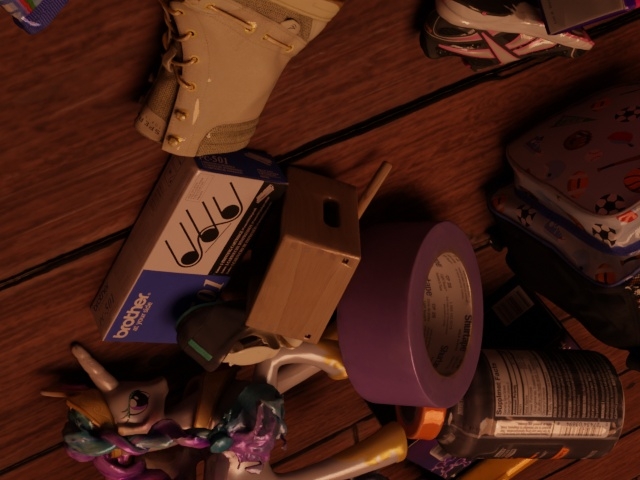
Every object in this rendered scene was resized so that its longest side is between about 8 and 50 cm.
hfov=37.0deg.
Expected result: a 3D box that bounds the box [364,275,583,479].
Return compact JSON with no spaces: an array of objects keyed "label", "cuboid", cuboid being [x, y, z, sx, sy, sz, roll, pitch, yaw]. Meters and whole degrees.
[{"label":"box","cuboid":[0.217,0.191,1.279,0.261,0.103,0.184,-40,145,9]}]

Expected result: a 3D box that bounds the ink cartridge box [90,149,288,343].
[{"label":"ink cartridge box","cuboid":[-0.121,0.007,0.866,0.097,0.046,0.207,7,129,-40]}]

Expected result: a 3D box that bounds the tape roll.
[{"label":"tape roll","cuboid":[0.096,0.075,0.981,0.080,0.189,0.189,-2,156,31]}]

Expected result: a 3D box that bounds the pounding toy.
[{"label":"pounding toy","cuboid":[0.000,0.000,0.890,0.100,0.141,0.130,17,126,-12]}]

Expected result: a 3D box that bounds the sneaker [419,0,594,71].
[{"label":"sneaker","cuboid":[0.160,-0.186,0.854,0.178,0.072,0.077,6,141,-30]}]

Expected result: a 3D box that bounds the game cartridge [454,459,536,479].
[{"label":"game cartridge","cuboid":[0.301,0.319,1.443,0.323,0.053,0.285,-39,164,5]}]

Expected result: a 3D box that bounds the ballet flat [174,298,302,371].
[{"label":"ballet flat","cuboid":[-0.054,0.082,0.932,0.203,0.074,0.074,-16,144,-53]}]

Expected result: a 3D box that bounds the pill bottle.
[{"label":"pill bottle","cuboid":[0.213,0.187,1.108,0.245,0.130,0.130,4,132,-16]}]

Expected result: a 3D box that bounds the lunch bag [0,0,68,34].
[{"label":"lunch bag","cuboid":[-0.127,-0.296,0.484,0.293,0.138,0.221,-44,143,-6]}]

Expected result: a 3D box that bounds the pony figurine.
[{"label":"pony figurine","cuboid":[-0.095,0.249,1.016,0.363,0.303,0.351,-9,105,-24]}]

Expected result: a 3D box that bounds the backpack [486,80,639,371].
[{"label":"backpack","cuboid":[0.335,-0.044,0.995,0.263,0.276,0.213,-28,130,-12]}]

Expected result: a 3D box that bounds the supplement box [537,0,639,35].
[{"label":"supplement box","cuboid":[0.290,-0.259,0.785,0.220,0.114,0.111,-22,98,-18]}]

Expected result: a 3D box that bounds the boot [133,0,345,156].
[{"label":"boot","cuboid":[-0.101,-0.143,0.692,0.213,0.077,0.165,6,130,-44]}]
